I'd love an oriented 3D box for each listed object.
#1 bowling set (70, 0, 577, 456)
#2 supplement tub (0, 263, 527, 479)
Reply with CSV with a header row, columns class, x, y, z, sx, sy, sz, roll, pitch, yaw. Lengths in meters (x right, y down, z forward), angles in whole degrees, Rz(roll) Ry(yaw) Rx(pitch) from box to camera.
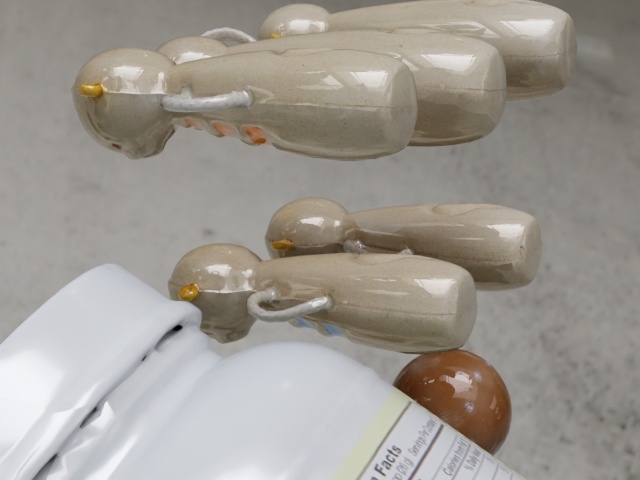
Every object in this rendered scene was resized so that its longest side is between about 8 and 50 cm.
class,x,y,z,sx,sy,sz,roll,pitch,yaw
bowling set,0.000,0.000,0.715,0.154,0.200,0.287,4,10,23
supplement tub,0.011,0.179,0.520,0.325,0.235,0.235,35,32,5
